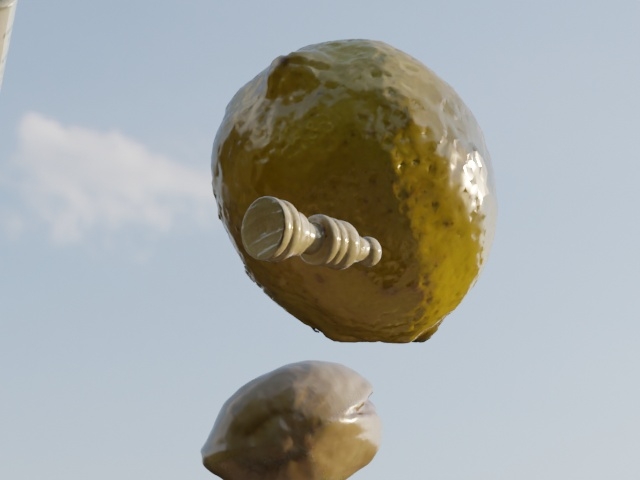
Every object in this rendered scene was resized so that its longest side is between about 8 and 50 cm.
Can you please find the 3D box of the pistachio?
[{"bbox_3d":[-0.030,0.233,2.134,0.182,0.162,0.293,-21,-3,33],"label":"pistachio"}]

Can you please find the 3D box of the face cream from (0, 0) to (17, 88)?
[{"bbox_3d":[-0.349,-0.131,1.650,0.092,0.092,0.311,11,-44,-9],"label":"face cream"}]

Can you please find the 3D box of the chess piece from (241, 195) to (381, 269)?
[{"bbox_3d":[0.000,0.000,0.980,0.035,0.035,0.092,-9,-15,42],"label":"chess piece"}]

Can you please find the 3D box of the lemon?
[{"bbox_3d":[0.035,-0.041,1.580,0.253,0.253,0.310,-8,-59,40],"label":"lemon"}]
